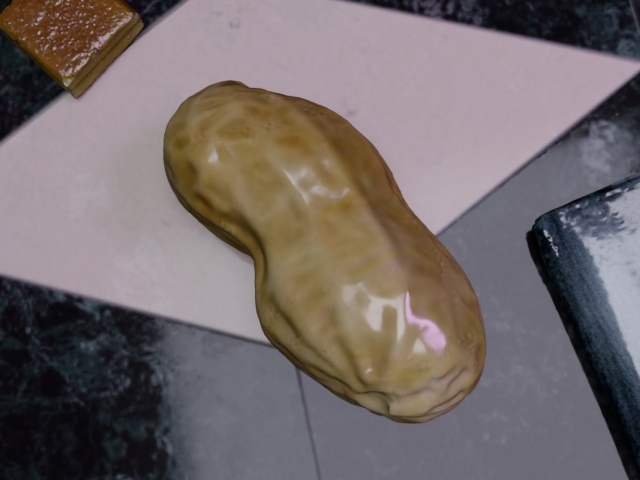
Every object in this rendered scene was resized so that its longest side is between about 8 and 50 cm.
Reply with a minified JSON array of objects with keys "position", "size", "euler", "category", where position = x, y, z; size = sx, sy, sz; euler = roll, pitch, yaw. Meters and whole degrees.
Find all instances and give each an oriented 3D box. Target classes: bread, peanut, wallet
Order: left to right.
[{"position":[-0.214,-0.185,0.755],"size":[0.094,0.035,0.090],"euler":[41,85,11],"category":"bread"},{"position":[0.000,0.000,0.652],"size":[0.147,0.147,0.306],"euler":[-33,75,-2],"category":"peanut"},{"position":[0.309,0.121,0.645],"size":[0.190,0.046,0.379],"euler":[-21,79,2],"category":"wallet"}]
